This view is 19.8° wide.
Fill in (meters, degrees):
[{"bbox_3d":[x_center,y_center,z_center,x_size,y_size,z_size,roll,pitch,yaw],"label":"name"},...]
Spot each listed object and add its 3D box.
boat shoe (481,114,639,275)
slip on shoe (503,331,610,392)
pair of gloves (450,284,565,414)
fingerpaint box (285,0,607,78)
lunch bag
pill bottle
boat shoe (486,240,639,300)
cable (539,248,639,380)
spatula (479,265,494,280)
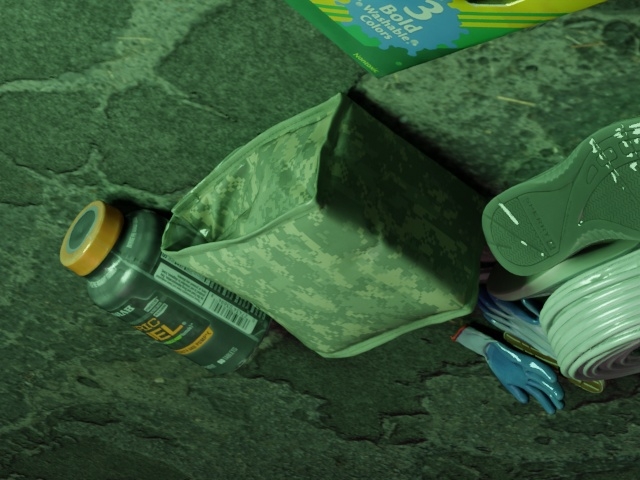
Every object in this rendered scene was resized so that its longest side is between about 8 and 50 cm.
[{"bbox_3d":[0.292,-0.052,1.756,0.320,0.103,0.118,-29,88,49],"label":"boat shoe"},{"bbox_3d":[0.280,0.130,2.136,0.135,0.041,0.051,24,148,26],"label":"slip on shoe"},{"bbox_3d":[0.232,0.126,2.116,0.159,0.023,0.198,35,152,8],"label":"pair of gloves"},{"bbox_3d":[0.045,-0.335,1.310,0.371,0.163,0.445,-14,139,44],"label":"fingerpaint box"},{"bbox_3d":[0.000,0.000,1.923,0.235,0.169,0.287,34,143,-28],"label":"lunch bag"},{"bbox_3d":[-0.183,0.048,2.145,0.245,0.130,0.130,33,148,-25],"label":"pill bottle"},{"bbox_3d":[0.272,0.027,1.914,0.081,0.079,0.227,36,143,-25],"label":"boat shoe"},{"bbox_3d":[0.350,0.065,1.827,0.257,0.089,0.257,-21,164,11],"label":"cable"},{"bbox_3d":[0.181,0.041,2.037,0.296,0.030,0.084,-3,131,29],"label":"spatula"}]
